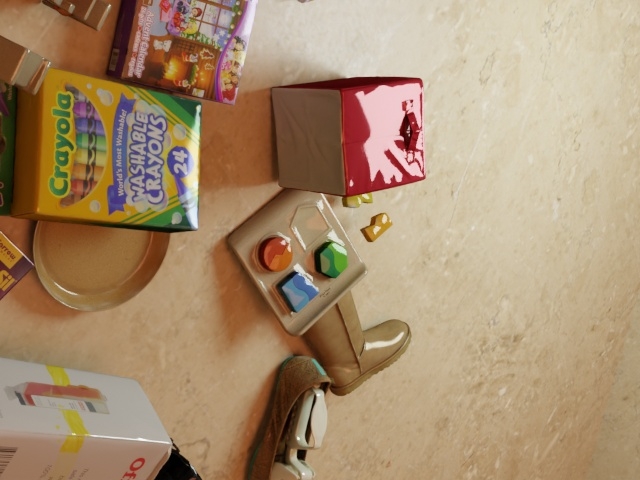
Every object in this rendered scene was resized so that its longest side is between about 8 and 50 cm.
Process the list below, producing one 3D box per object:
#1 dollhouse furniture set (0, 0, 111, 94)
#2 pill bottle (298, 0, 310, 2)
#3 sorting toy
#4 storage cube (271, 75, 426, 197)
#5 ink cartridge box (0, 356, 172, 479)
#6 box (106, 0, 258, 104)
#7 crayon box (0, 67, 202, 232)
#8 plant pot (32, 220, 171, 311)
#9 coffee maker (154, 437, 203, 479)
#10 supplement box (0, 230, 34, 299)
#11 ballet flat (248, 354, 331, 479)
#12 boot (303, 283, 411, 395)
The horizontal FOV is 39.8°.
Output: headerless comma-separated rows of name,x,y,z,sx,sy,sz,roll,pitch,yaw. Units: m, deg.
dollhouse furniture set,-0.373,-0.328,1.101,0.259,0.135,0.262,-63,176,1
pill bottle,-0.005,-0.437,1.517,0.083,0.043,0.043,-26,122,-34
sorting toy,0.000,0.000,1.641,0.307,0.041,0.229,-41,110,-24
storage cube,0.051,-0.188,1.547,0.193,0.215,0.183,-15,108,-38
ink cartridge box,-0.451,0.320,1.252,0.385,0.160,0.279,20,112,-46
box,-0.194,-0.369,1.341,0.201,0.057,0.293,7,100,-39
crayon box,-0.322,-0.124,1.270,0.323,0.083,0.203,5,83,-44
plant pot,-0.340,-0.005,1.376,0.236,0.032,0.236,-17,116,-38
coffee maker,-0.300,0.460,1.552,0.178,0.120,0.171,-41,106,-27
supplement box,-0.504,0.059,1.210,0.188,0.081,0.104,-49,133,-18
ballet flat,-0.051,0.398,1.740,0.116,0.124,0.342,12,98,-45
boot,0.068,0.157,1.787,0.236,0.089,0.269,-40,128,-26
